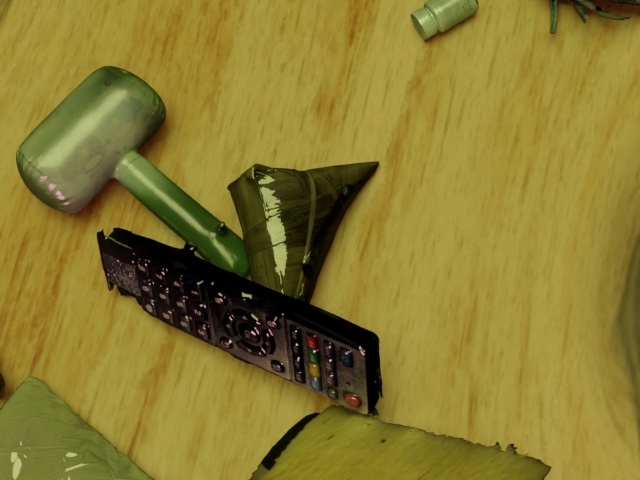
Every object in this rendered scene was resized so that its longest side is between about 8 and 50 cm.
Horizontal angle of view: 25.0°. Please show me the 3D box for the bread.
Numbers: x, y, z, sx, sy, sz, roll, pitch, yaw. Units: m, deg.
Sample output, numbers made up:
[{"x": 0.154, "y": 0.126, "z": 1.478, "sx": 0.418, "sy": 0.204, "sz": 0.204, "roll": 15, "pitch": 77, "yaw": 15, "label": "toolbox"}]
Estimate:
[{"x": 0.004, "y": 0.318, "z": 1.582, "sx": 0.242, "sy": 0.405, "sz": 0.346, "roll": 45, "pitch": 68, "yaw": 8, "label": "bread"}]

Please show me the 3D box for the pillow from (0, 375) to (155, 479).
[{"x": -0.351, "y": 0.343, "z": 1.739, "sx": 0.274, "sy": 0.076, "sz": 0.281, "roll": 37, "pitch": 78, "yaw": 19, "label": "pillow"}]

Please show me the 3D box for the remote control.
[{"x": -0.096, "y": 0.089, "z": 1.746, "sx": 0.399, "sy": 0.144, "sz": 0.062, "roll": 23, "pitch": 51, "yaw": 24, "label": "remote control"}]

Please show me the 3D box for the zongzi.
[{"x": 0.001, "y": 0.002, "z": 1.829, "sx": 0.204, "sy": 0.094, "sz": 0.205, "roll": -7, "pitch": 80, "yaw": -26, "label": "zongzi"}]

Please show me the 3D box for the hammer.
[{"x": -0.218, "y": -0.065, "z": 1.859, "sx": 0.335, "sy": 0.119, "sz": 0.206, "roll": 40, "pitch": 81, "yaw": 11, "label": "hammer"}]

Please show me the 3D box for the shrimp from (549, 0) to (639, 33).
[{"x": 0.308, "y": -0.393, "z": 1.892, "sx": 0.410, "sy": 0.166, "sz": 0.221, "roll": 33, "pitch": 110, "yaw": 29, "label": "shrimp"}]

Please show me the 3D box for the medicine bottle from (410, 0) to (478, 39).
[{"x": 0.165, "y": -0.306, "z": 1.926, "sx": 0.083, "sy": 0.047, "sz": 0.047, "roll": -32, "pitch": 70, "yaw": -4, "label": "medicine bottle"}]

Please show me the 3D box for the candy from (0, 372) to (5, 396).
[{"x": -0.516, "y": 0.226, "z": 1.790, "sx": 0.271, "sy": 0.101, "sz": 0.143, "roll": -41, "pitch": 65, "yaw": -3, "label": "candy"}]
